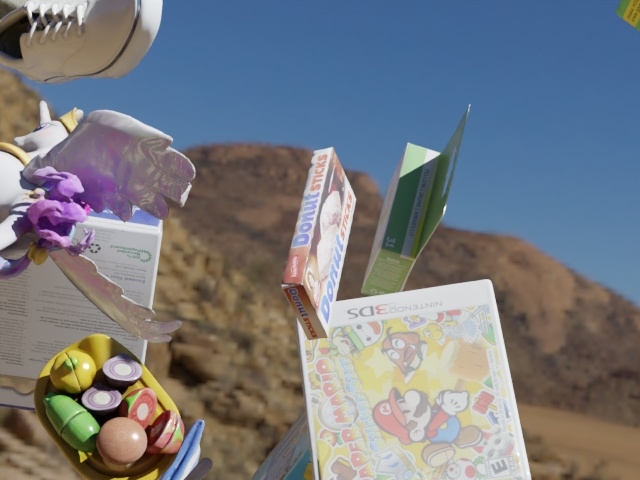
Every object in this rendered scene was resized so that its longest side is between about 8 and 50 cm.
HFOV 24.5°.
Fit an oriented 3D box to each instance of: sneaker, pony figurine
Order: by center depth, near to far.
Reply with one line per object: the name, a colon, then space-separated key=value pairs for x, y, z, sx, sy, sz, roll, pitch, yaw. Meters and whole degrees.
sneaker: x=-0.256 y=-0.209 z=1.497 sx=0.091 sy=0.094 sz=0.258 roll=9 pitch=-14 yaw=-38
pony figurine: x=-0.338 y=-0.036 z=1.732 sx=0.351 sy=0.303 sz=0.363 roll=38 pitch=41 yaw=27

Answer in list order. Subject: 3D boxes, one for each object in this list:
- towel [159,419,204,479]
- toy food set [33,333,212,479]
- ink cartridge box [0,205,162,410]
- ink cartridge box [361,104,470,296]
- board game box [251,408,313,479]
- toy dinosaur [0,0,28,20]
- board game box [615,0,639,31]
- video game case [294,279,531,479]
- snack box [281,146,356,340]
towel: x=-0.231 y=0.382 z=2.235 sx=0.034 sy=0.209 sz=0.285 roll=28 pitch=-17 yaw=1
toy food set: x=-0.210 y=0.184 z=1.536 sx=0.218 sy=0.128 sz=0.071 roll=47 pitch=-25 yaw=18
ink cartridge box: x=-0.393 y=0.084 z=2.010 sx=0.324 sy=0.330 sz=0.071 roll=9 pitch=33 yaw=-6
ink cartridge box: x=0.116 y=-0.049 z=1.840 sx=0.056 sy=0.171 sz=0.235 roll=17 pitch=-31 yaw=-2
board game box: x=-0.035 y=0.372 z=2.323 sx=0.079 sy=0.254 sz=0.336 roll=36 pitch=18 yaw=-3
toy dinosaur: x=-0.446 y=-0.326 z=1.910 sx=0.313 sy=0.121 sz=0.160 roll=37 pitch=-4 yaw=-40
board game box: x=0.438 y=-0.386 z=1.558 sx=0.046 sy=0.213 sz=0.317 roll=41 pitch=-35 yaw=17
video game case: x=0.087 y=0.153 z=1.460 sx=0.206 sy=0.227 sz=0.026 roll=-9 pitch=-32 yaw=2
snack box: x=0.000 y=0.000 z=1.259 sx=0.022 sy=0.178 sz=0.064 roll=-10 pitch=-51 yaw=19
